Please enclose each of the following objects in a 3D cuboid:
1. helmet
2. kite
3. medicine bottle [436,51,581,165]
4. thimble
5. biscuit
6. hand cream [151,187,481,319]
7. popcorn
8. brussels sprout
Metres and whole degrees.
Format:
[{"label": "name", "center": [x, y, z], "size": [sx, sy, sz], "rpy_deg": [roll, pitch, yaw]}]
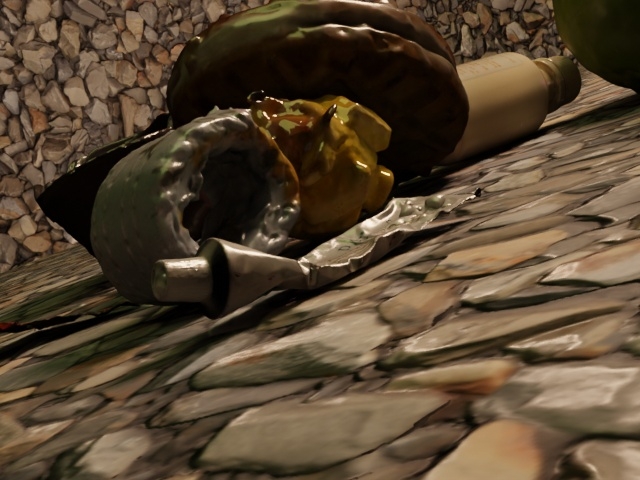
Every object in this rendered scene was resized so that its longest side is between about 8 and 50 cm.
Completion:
[{"label": "helmet", "center": [-0.233, -0.055, 1.182], "size": [0.225, 0.177, 0.305], "rpy_deg": [-24, 15, 10]}, {"label": "kite", "center": [-0.277, 0.079, 0.805], "size": [0.232, 0.009, 0.189], "rpy_deg": [-11, -5, -10]}, {"label": "medicine bottle", "center": [0.224, -0.177, 1.127], "size": [0.252, 0.114, 0.114], "rpy_deg": [-21, 7, -31]}, {"label": "thimble", "center": [-0.100, -0.023, 0.708], "size": [0.118, 0.127, 0.151], "rpy_deg": [-14, 27, 46]}, {"label": "biscuit", "center": [-0.002, -0.139, 0.967], "size": [0.332, 0.103, 0.332], "rpy_deg": [-2, -24, -1]}, {"label": "hand cream", "center": [0.001, 0.004, 0.612], "size": [0.257, 0.050, 0.084], "rpy_deg": [-17, 6, -40]}, {"label": "popcorn", "center": [-0.013, -0.069, 0.817], "size": [0.167, 0.152, 0.148], "rpy_deg": [-21, 52, -9]}, {"label": "brussels sprout", "center": [0.424, -0.330, 1.117], "size": [0.316, 0.274, 0.242], "rpy_deg": [-22, -14, -30]}]
